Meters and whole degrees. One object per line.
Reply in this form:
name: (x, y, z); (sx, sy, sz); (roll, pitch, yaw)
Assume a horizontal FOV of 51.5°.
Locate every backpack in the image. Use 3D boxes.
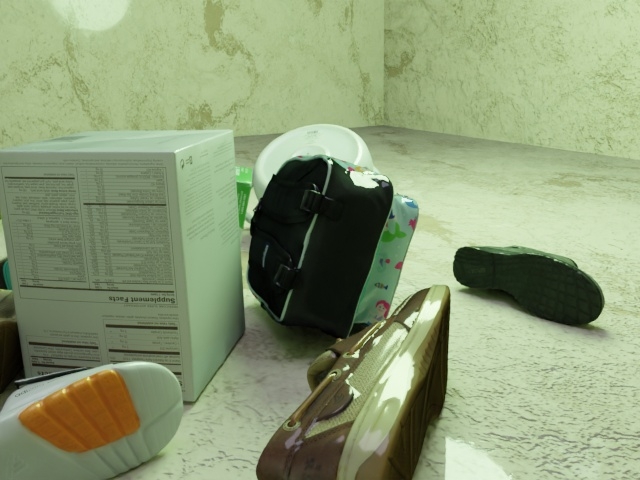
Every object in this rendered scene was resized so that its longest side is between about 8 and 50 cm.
backpack: (0.000, 0.000, 0.891); (0.191, 0.225, 0.253); (16, 2, -26)

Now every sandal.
sandal: (-0.241, 0.160, 0.543); (0.265, 0.102, 0.076); (-16, 24, -38)

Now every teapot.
teapot: (-0.009, -0.093, 1.317); (0.252, 0.187, 0.256); (-37, 48, -20)

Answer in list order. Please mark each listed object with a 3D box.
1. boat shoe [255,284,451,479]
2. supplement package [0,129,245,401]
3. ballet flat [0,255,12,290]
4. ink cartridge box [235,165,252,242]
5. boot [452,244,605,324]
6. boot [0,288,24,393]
boat shoe: (0.046, 0.127, 0.619); (0.123, 0.123, 0.342); (6, 23, 20)
supplement package: (-0.211, 0.015, 0.759); (0.197, 0.263, 0.199); (1, 15, 10)
ballet flat: (-0.460, 0.066, 0.962); (0.248, 0.086, 0.086); (-8, 17, -22)
ink cartridge box: (-0.224, -0.054, 1.064); (0.208, 0.153, 0.087); (10, 23, -10)
boot: (0.330, 0.045, 0.968); (0.161, 0.084, 0.246); (-5, 16, -36)
boot: (-0.426, 0.093, 0.717); (0.203, 0.095, 0.262); (16, 11, -4)
